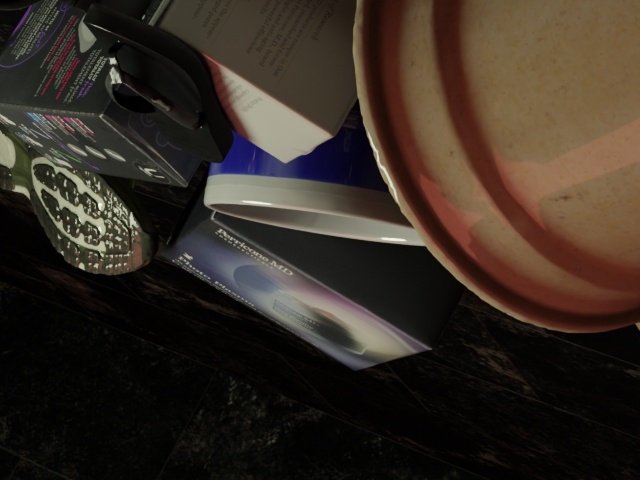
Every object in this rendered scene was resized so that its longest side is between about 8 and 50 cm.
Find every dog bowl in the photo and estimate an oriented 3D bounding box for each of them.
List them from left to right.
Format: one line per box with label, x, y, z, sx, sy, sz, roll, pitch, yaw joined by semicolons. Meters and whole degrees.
dog bowl;0.019;-0.065;1.864;0.265;0.104;0.265;9;175;1

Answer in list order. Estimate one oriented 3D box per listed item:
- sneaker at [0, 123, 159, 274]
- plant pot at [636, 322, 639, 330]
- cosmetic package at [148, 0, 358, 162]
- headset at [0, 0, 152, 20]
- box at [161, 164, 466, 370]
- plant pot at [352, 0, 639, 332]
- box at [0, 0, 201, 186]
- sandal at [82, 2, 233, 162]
sneaker;-0.280;-0.101;2.284;0.410;0.182;0.158;42;137;45
plant pot;0.362;0.050;1.813;0.109;0.096;0.109;18;163;34
cosmetic package;-0.049;-0.188;1.656;0.183;0.151;0.151;32;165;-12
headset;-0.306;-0.329;1.679;0.394;0.185;0.243;20;-164;-43
box;0.000;0.000;2.145;0.296;0.183;0.294;31;164;-9
plant pot;0.242;-0.127;1.088;0.334;0.334;0.305;35;153;-24
box;-0.229;-0.172;2.008;0.270;0.165;0.143;11;157;50
sandal;-0.139;-0.125;1.617;0.097;0.054;0.254;21;163;26
